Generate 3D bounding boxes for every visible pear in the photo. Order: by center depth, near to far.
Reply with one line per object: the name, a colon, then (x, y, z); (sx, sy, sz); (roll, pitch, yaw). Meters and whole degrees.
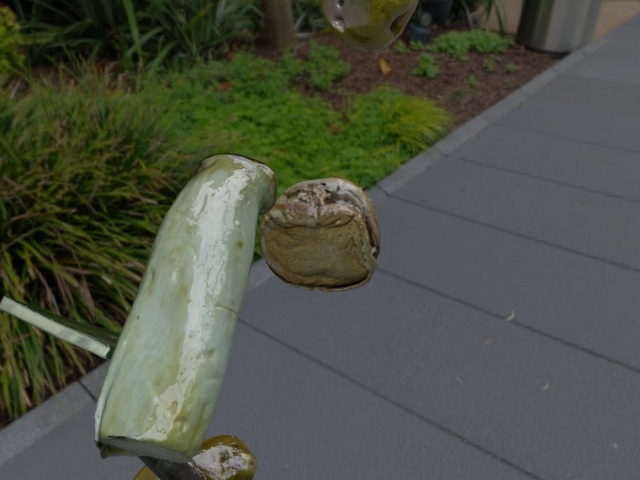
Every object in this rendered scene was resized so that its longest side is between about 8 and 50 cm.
pear: (0.078, -0.425, 1.051); (0.178, 0.178, 0.178); (-3, 32, 2)

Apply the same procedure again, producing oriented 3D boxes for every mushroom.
mushroom: (-0.113, 0.039, 0.544); (0.100, 0.081, 0.312); (-4, 50, 20)

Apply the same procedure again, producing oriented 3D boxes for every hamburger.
hamburger: (0.000, 0.000, 1.221); (0.243, 0.286, 0.146); (34, 42, -5)

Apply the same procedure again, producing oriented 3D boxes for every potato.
potato: (-0.364, 0.684, 1.731); (0.369, 0.195, 0.176); (-12, 0, -13)

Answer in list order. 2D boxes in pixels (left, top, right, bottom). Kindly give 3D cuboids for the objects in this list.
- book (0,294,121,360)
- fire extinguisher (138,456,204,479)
book: (-0.402, 0.208, 1.174); (0.260, 0.371, 0.043); (18, 76, 23)
fire extinguisher: (-0.366, 0.543, 1.468); (0.089, 0.268, 0.072); (-34, 11, 31)
